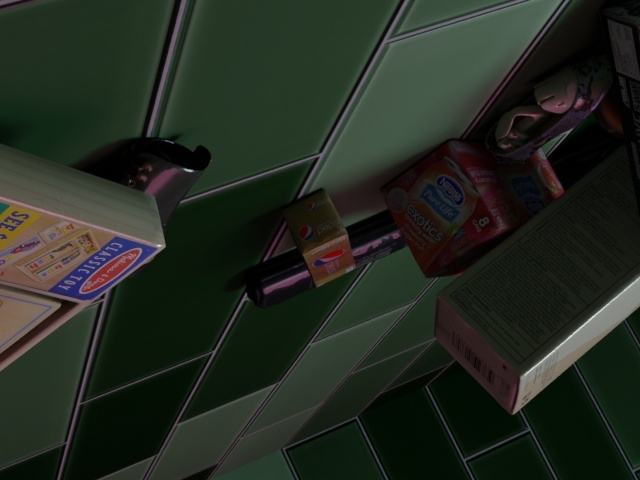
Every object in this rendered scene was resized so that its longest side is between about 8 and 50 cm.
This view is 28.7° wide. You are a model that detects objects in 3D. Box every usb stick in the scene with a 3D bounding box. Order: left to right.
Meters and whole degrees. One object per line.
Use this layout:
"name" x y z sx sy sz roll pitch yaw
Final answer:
"usb stick" 0.033 0.015 1.631 0.278 0.045 0.077 -23 158 -13

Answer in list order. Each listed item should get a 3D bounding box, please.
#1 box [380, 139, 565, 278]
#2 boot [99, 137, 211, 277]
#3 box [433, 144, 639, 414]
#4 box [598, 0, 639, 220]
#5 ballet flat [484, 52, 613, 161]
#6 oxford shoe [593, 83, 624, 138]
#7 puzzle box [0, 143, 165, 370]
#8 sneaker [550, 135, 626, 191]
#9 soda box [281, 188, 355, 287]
"box" 0.208 -0.040 1.576 0.122 0.128 0.257 -35 162 30
"boot" -0.198 -0.037 1.061 0.198 0.077 0.137 -4 139 -52
"box" 0.295 0.044 1.483 0.311 0.148 0.121 -36 155 -16
"box" 0.448 -0.144 1.348 0.242 0.307 0.076 -25 -153 -11
"ballet flat" 0.255 -0.149 1.426 0.070 0.070 0.188 -13 157 -41
"oxford shoe" 0.435 -0.164 1.554 0.364 0.130 0.133 -12 165 -43
"puzzle box" -0.352 0.055 0.962 0.409 0.052 0.272 -35 146 30
"sneaker" 0.394 -0.091 1.728 0.283 0.107 0.124 -36 -179 2
"soda box" 0.000 0.000 1.489 0.058 0.061 0.181 -25 165 -3
